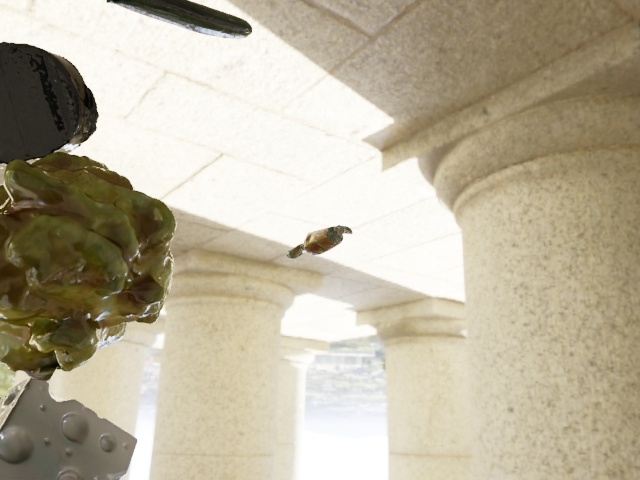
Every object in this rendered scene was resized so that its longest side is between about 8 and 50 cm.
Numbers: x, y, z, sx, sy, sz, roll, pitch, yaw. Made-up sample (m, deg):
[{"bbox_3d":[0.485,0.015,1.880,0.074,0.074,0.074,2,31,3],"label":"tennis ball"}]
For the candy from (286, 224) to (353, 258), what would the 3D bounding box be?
[{"bbox_3d":[0.000,0.000,1.242,0.182,0.046,0.053,-25,133,39],"label":"candy"}]

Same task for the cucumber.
[{"bbox_3d":[-0.236,-0.402,1.019,0.285,0.056,0.056,-1,168,-42],"label":"cucumber"}]

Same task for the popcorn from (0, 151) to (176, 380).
[{"bbox_3d":[-0.346,0.000,0.785,0.290,0.325,0.321,-28,112,34],"label":"popcorn"}]

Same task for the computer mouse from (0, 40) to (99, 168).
[{"bbox_3d":[-0.476,-0.181,0.821,0.296,0.168,0.087,-15,-177,-20],"label":"computer mouse"}]

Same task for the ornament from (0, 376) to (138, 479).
[{"bbox_3d":[-0.508,0.423,0.979,0.240,0.239,0.240,-33,118,23],"label":"ornament"}]
